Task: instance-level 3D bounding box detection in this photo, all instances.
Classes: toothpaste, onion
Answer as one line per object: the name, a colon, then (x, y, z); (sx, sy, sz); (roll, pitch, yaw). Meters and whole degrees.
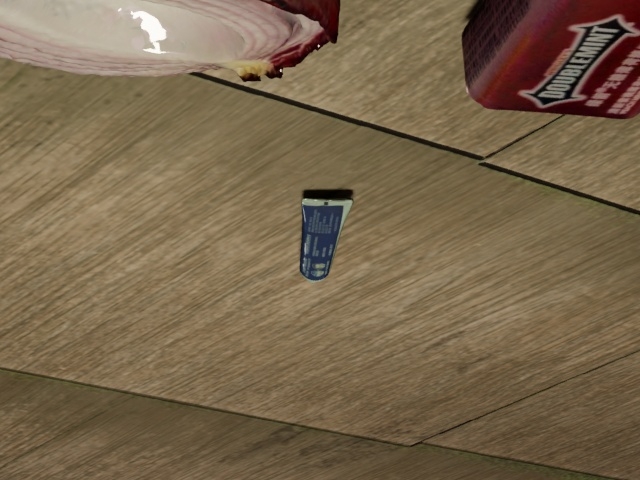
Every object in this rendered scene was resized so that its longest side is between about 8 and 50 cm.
toothpaste: (0.000, 0.000, 1.400); (0.037, 0.021, 0.140); (-1, 154, -6)
onion: (-0.129, -0.152, 0.891); (0.227, 0.120, 0.283); (-5, 171, 44)

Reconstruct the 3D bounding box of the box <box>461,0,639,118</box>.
box: (0.168, -0.144, 1.045); (0.120, 0.069, 0.224); (4, 157, -17)
